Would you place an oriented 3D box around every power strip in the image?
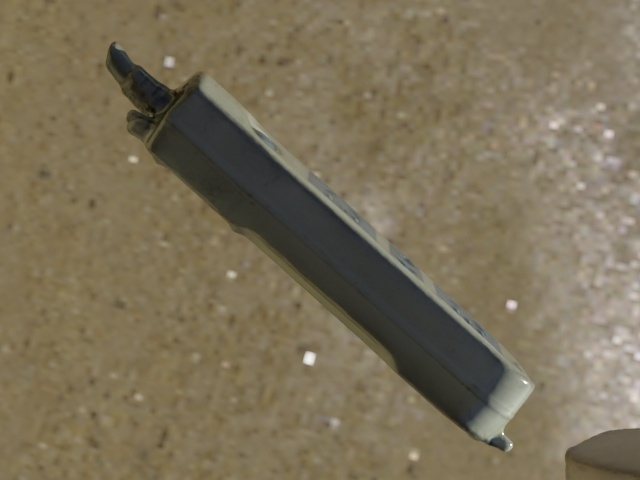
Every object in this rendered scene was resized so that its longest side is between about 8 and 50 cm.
[{"bbox_3d":[0.000,0.000,0.662,0.191,0.047,0.030,43,97,-5],"label":"power strip"}]

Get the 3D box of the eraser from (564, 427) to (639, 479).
[{"bbox_3d":[0.223,0.243,1.050,0.094,0.174,0.270,-15,102,-45],"label":"eraser"}]
